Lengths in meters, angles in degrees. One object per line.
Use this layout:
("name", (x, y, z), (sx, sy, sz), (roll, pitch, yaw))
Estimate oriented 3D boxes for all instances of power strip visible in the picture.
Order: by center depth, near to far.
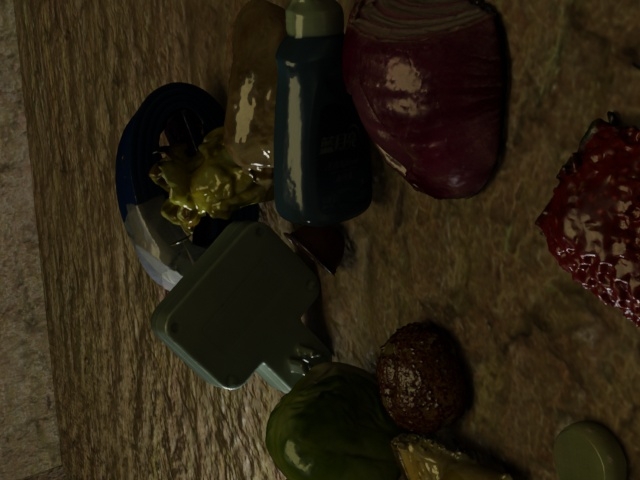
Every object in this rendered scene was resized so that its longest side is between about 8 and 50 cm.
("power strip", (-0.090, 0.130, 1.428), (0.261, 0.229, 0.141), (48, 160, -22))

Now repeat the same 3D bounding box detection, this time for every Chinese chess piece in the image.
("Chinese chess piece", (0.280, 0.230, 0.973), (0.084, 0.034, 0.084), (33, 129, 54))

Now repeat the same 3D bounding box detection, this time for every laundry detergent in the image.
("laundry detergent", (0.004, -0.168, 1.182), (0.094, 0.143, 0.289), (19, 119, 42))

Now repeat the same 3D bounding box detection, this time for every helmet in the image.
("helmet", (0.000, 0.000, 1.358), (0.089, 0.057, 0.111), (41, 177, -33))

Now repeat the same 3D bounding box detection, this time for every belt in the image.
("belt", (-0.229, -0.087, 1.584), (0.117, 0.213, 0.346), (-26, 76, 61))

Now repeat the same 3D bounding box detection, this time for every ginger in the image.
("ginger", (-0.064, -0.202, 1.307), (0.152, 0.138, 0.267), (-167, 78, -75))

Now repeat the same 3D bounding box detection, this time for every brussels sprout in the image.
("brussels sprout", (0.025, 0.273, 1.290), (0.223, 0.223, 0.161), (38, 129, 50))

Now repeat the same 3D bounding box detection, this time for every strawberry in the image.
("strawberry", (0.272, -0.002, 0.819), (0.208, 0.087, 0.167), (48, 140, 40))

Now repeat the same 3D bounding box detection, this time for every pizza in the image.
("pizza", (0.161, 0.323, 1.142), (0.204, 0.081, 0.188), (54, 145, 7))

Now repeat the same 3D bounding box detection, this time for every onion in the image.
("onion", (0.092, -0.161, 1.061), (0.250, 0.111, 0.247), (32, 128, 51))

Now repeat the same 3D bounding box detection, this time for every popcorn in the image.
("popcorn", (-0.159, -0.095, 1.465), (0.168, 0.195, 0.173), (40, 143, 52))

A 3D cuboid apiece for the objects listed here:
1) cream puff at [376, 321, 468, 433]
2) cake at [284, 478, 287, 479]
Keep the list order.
("cream puff", (0.120, 0.177, 1.194), (0.149, 0.085, 0.148), (31, 127, 53))
("cake", (0.000, 0.498, 1.308), (0.256, 0.290, 0.281), (14, 114, 42))
